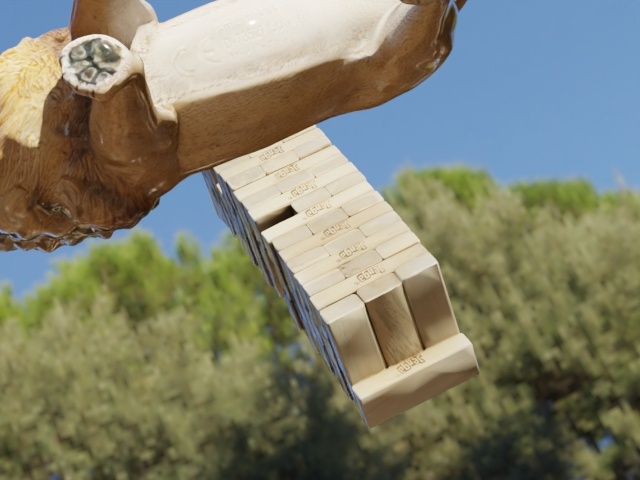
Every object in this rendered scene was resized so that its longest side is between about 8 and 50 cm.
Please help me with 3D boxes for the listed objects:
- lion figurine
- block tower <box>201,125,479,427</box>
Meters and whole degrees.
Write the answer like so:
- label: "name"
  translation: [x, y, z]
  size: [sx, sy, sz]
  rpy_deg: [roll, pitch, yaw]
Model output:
- label: "lion figurine"
  translation: [-0.037, -0.100, 0.939]
  size: [0.392, 0.142, 0.240]
  rpy_deg: [-12, -21, -8]
- label: "block tower"
  translation: [0.000, 0.000, 1.292]
  size: [0.091, 0.335, 0.097]
  rpy_deg: [-26, -54, -9]
